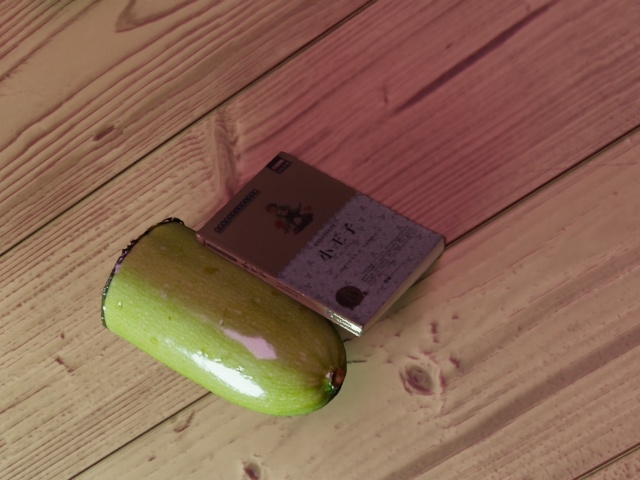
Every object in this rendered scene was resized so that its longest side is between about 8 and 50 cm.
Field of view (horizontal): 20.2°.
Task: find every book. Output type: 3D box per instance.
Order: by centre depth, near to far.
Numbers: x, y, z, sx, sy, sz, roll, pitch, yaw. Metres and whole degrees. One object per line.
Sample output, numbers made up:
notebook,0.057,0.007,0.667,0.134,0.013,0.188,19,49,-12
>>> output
book,0.000,0.000,1.707,0.198,0.016,0.138,29,56,24

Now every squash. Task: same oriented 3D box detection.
squash,-0.080,0.088,1.722,0.247,0.132,0.132,31,99,24
